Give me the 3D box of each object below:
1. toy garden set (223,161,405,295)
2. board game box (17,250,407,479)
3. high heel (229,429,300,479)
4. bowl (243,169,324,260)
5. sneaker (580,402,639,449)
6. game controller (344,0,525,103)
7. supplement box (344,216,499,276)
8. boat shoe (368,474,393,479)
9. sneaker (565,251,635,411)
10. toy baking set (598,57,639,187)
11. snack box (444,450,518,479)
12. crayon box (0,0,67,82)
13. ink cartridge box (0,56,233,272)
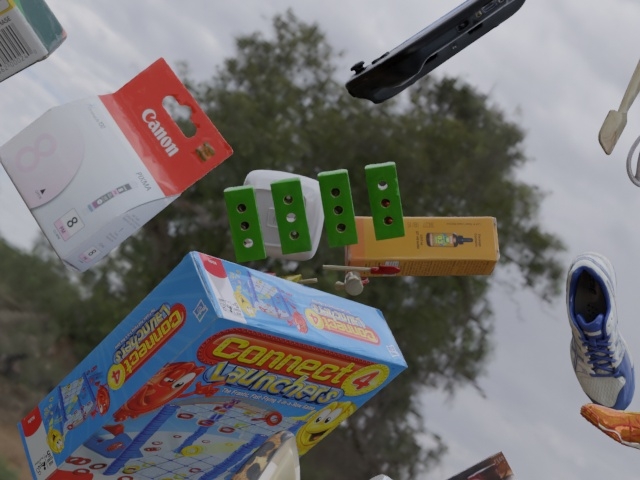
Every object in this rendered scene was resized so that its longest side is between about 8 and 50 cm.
[{"bbox_3d":[0.000,0.000,1.715,0.049,0.244,0.204,-88,169,-72],"label":"toy garden set"},{"bbox_3d":[-0.113,0.169,1.304,0.308,0.302,0.086,19,36,-46],"label":"board game box"},{"bbox_3d":[-0.120,0.250,1.021,0.093,0.261,0.186,18,8,-44],"label":"high heel"},{"bbox_3d":[-0.067,-0.039,1.930,0.142,0.142,0.053,10,8,6],"label":"bowl"},{"bbox_3d":[0.426,0.245,1.562,0.175,0.067,0.064,21,0,0],"label":"sneaker"},{"bbox_3d":[0.174,-0.282,1.541,0.067,0.319,0.166,53,-24,0],"label":"game controller"},{"bbox_3d":[0.155,0.010,1.841,0.233,0.078,0.080,0,-25,-1],"label":"supplement box"},{"bbox_3d":[0.011,0.296,1.107,0.063,0.184,0.066,48,2,-2],"label":"boat shoe"},{"bbox_3d":[0.484,0.171,2.117,0.111,0.297,0.131,-12,0,22],"label":"sneaker"},{"bbox_3d":[0.411,-0.148,1.377,0.256,0.197,0.030,13,-6,-43],"label":"toy baking set"},{"bbox_3d":[0.158,0.325,1.449,0.064,0.178,0.022,62,2,9],"label":"snack box"},{"bbox_3d":[-0.500,-0.341,1.522,0.319,0.202,0.081,58,23,-20],"label":"crayon box"},{"bbox_3d":[-0.249,-0.103,1.417,0.189,0.232,0.066,53,5,28],"label":"ink cartridge box"}]
